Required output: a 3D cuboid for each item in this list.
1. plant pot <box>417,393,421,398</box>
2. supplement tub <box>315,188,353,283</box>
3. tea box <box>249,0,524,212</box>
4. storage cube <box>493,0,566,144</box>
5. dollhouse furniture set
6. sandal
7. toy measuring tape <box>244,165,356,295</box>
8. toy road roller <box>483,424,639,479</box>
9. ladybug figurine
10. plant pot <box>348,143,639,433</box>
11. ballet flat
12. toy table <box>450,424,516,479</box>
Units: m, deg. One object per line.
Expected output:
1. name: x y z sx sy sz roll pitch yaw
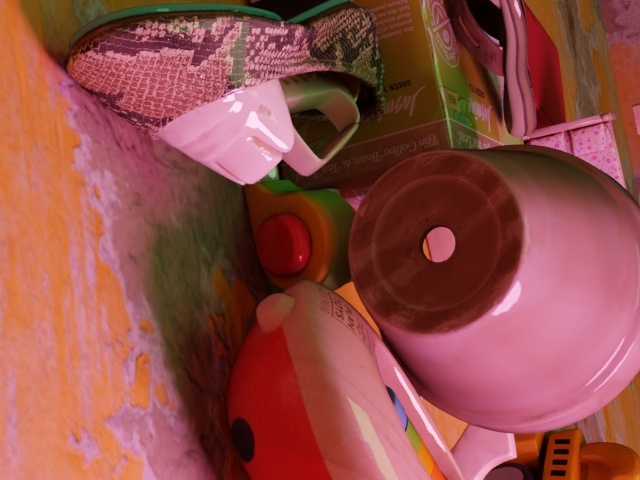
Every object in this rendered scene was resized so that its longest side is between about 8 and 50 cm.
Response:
1. plant pot: 0.070 0.160 1.845 0.083 0.079 0.083 48 34 -48
2. supplement tub: 0.000 0.000 1.787 0.071 0.071 0.107 6 72 -67
3. tea box: 0.088 -0.212 1.933 0.329 0.220 0.323 11 67 -66
4. storage cube: 0.260 -0.247 2.428 0.193 0.184 0.215 39 42 -54
5. dollhouse furniture set: 0.347 -0.019 2.263 0.174 0.356 0.303 -10 87 -68
6. sandal: 0.199 -0.245 1.830 0.120 0.086 0.302 -84 166 -53
7. toy measuring tape: -0.023 -0.059 1.696 0.121 0.121 0.330 6 71 -67
8. toy road roller: 0.368 0.356 2.229 0.329 0.241 0.202 -65 136 -58
9. ladybug figurine: 0.039 0.239 1.559 0.449 0.162 0.305 59 9 -21
10. plant pot: 0.172 0.030 1.633 0.280 0.323 0.323 26 53 -63
11. ballet flat: -0.054 -0.147 1.554 0.483 0.164 0.182 -18 83 -61
12. toy table: 0.164 0.330 1.863 0.274 0.161 0.252 9 69 -68
